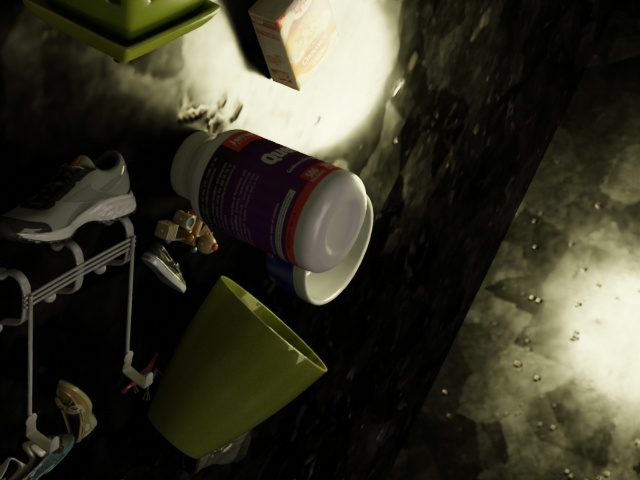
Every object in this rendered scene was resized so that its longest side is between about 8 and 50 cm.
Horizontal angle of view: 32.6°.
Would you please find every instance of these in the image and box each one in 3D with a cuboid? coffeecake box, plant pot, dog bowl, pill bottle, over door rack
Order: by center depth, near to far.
[{"bbox_3d":[-0.260,-0.376,1.454,0.228,0.227,0.207,-38,148,-44],"label":"plant pot"},{"bbox_3d":[-0.394,0.138,1.732,0.239,0.108,0.324,-34,133,-45],"label":"over door rack"},{"bbox_3d":[-0.095,-0.080,1.875,0.181,0.323,0.181,-43,146,-39],"label":"pill bottle"},{"bbox_3d":[-0.045,-0.391,1.999,0.142,0.068,0.185,-54,150,-22],"label":"coffeecake box"},{"bbox_3d":[-0.185,0.267,2.109,0.293,0.275,0.275,-48,153,1],"label":"plant pot"},{"bbox_3d":[0.000,0.000,2.362,0.265,0.104,0.264,-43,146,-39],"label":"dog bowl"}]

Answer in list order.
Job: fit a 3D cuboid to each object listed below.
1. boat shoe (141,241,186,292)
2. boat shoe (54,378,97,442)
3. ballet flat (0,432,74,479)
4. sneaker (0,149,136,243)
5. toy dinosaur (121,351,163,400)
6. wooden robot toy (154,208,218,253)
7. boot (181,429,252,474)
[{"bbox_3d":[-0.272,0.050,1.966,0.040,0.049,0.142,-59,150,-16],"label":"boat shoe"},{"bbox_3d":[-0.425,0.293,1.878,0.048,0.056,0.153,-55,159,-31],"label":"boat shoe"},{"bbox_3d":[-0.488,0.373,1.824,0.188,0.070,0.070,-49,149,-38],"label":"ballet flat"},{"bbox_3d":[-0.385,-0.064,1.630,0.271,0.100,0.107,-32,125,-54],"label":"sneaker"},{"bbox_3d":[-0.339,0.257,2.046,0.082,0.047,0.090,2,76,-53],"label":"toy dinosaur"},{"bbox_3d":[-0.219,-0.011,1.978,0.076,0.079,0.173,-66,154,0],"label":"wooden robot toy"},{"bbox_3d":[-0.204,0.382,2.335,0.161,0.083,0.246,0,110,-55],"label":"boot"}]
